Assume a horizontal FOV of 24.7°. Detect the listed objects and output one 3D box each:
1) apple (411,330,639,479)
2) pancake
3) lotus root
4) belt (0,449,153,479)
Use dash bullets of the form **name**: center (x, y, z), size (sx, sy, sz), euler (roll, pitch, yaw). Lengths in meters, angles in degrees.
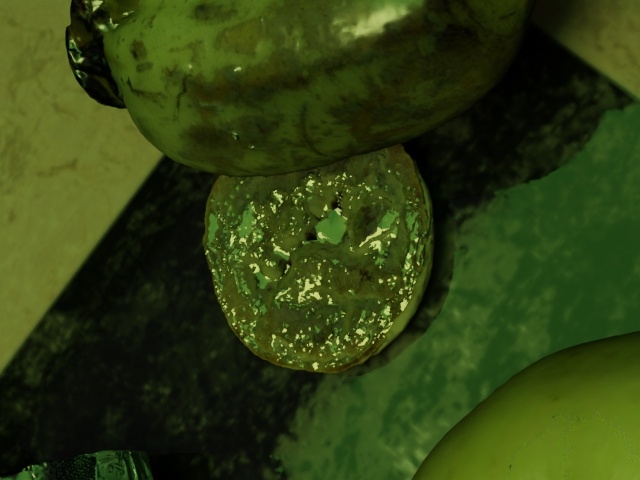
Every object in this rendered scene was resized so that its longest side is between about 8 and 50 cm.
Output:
- **apple**: center (0.157, 0.168, 0.651), size (0.279, 0.279, 0.279), euler (-4, 80, 21)
- **pancake**: center (0.000, 0.000, 0.866), size (0.158, 0.028, 0.158), euler (-4, 79, 24)
- **lotus root**: center (0.008, -0.129, 0.802), size (0.309, 0.173, 0.173), euler (-8, 78, 32)
- **belt**: center (-0.165, 0.159, 0.859), size (0.140, 0.105, 0.058), euler (-10, 78, 2)
